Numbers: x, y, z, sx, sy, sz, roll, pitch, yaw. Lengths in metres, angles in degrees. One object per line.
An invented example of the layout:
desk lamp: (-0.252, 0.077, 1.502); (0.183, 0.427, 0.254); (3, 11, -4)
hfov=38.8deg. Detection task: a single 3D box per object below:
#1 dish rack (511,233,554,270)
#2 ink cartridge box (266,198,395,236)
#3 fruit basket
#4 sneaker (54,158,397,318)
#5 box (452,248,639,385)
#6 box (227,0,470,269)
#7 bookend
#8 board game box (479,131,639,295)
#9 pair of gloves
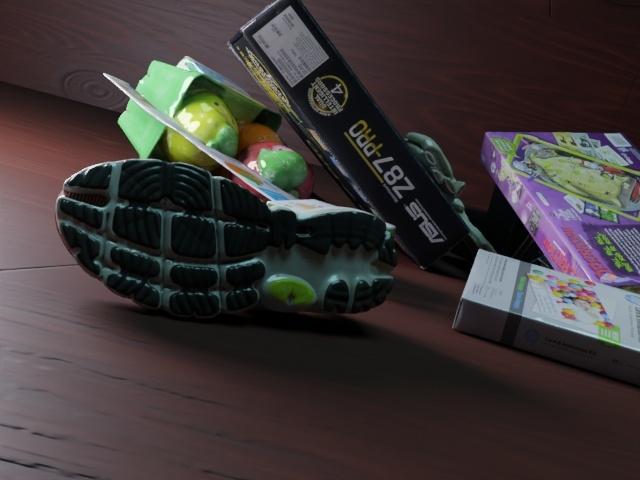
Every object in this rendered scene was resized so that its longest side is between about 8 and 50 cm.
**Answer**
dish rack: (0.391, -0.022, 1.315); (0.271, 0.208, 0.074); (-20, 59, -38)
ink cartridge box: (0.000, 0.000, 0.973); (0.109, 0.062, 0.209); (18, 8, 17)
fruit basket: (-0.095, -0.120, 1.286); (0.353, 0.165, 0.327); (30, 6, 29)
sneaker: (-0.076, 0.014, 0.699); (0.279, 0.107, 0.118); (14, -12, -32)
box: (0.231, 0.071, 0.883); (0.186, 0.038, 0.145); (18, 22, 11)
box: (0.028, -0.160, 1.300); (0.395, 0.097, 0.318); (51, 1, -14)
bookend: (0.293, -0.034, 1.451); (0.072, 0.156, 0.157); (12, 7, -24)
board game box: (0.350, -0.034, 1.112); (0.208, 0.056, 0.347); (3, 34, -14)
pair of gloves: (0.189, -0.060, 1.330); (0.240, 0.042, 0.204); (56, -1, -14)
